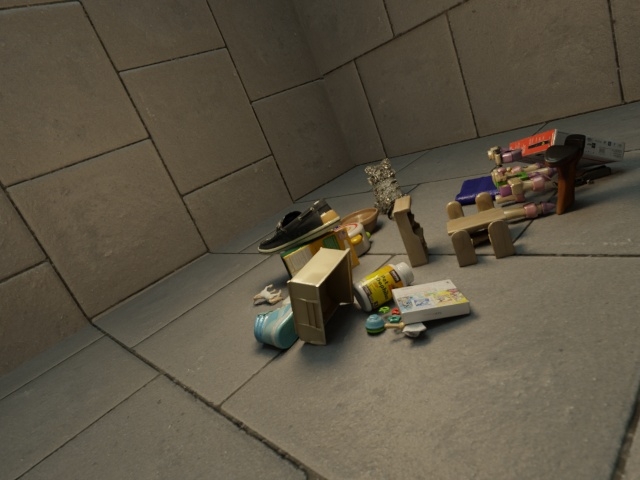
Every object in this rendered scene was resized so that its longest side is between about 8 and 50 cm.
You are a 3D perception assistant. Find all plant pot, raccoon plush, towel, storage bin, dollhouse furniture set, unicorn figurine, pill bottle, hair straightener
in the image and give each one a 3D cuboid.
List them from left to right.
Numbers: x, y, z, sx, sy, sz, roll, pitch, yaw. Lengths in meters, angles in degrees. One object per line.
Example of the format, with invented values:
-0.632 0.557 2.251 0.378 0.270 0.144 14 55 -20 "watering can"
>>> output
-0.254 0.262 1.912 0.111 0.060 0.162 -32 19 -29 "unicorn figurine"
0.012 0.196 1.445 0.123 0.261 0.262 7 30 26 "storage bin"
0.227 -0.088 2.270 0.237 0.110 0.237 -20 17 6 "plant pot"
0.233 0.165 1.478 0.215 0.117 0.117 -27 17 -13 "pill bottle"
0.421 -0.319 2.396 0.216 0.299 0.446 -24 17 -6 "raccoon plush"
0.524 -0.083 1.616 0.394 0.257 0.362 -17 18 20 "dollhouse furniture set"
0.867 -0.261 2.050 0.308 0.076 0.228 -8 30 40 "towel"
1.140 -0.273 1.748 0.230 0.047 0.089 -13 19 13 "hair straightener"

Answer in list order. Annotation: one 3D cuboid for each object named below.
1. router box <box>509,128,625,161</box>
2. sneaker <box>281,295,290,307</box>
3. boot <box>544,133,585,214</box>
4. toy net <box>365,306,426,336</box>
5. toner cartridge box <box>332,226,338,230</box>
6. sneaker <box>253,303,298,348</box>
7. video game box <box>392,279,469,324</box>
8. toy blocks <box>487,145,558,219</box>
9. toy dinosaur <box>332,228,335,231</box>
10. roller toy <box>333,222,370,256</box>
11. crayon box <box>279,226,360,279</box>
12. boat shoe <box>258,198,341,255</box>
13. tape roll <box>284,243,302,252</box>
1.076 -0.395 1.785 0.335 0.082 0.301 7 1 -9 "router box"
-0.060 0.195 1.764 0.290 0.123 0.106 -31 20 -20 "sneaker"
0.911 -0.232 1.524 0.096 0.281 0.264 16 38 37 "boot"
0.251 0.268 1.282 0.122 0.045 0.232 -19 14 -35 "toy net"
0.000 0.000 2.356 0.165 0.075 0.348 -15 18 18 "toner cartridge box"
-0.139 0.287 1.578 0.208 0.127 0.319 -7 22 40 "sneaker"
0.349 0.194 1.295 0.205 0.048 0.187 -11 13 4 "video game box"
0.869 -0.277 1.675 0.260 0.309 0.289 -12 20 20 "toy blocks"
-0.002 -0.030 2.266 0.183 0.053 0.092 -8 5 15 "toy dinosaur"
0.144 -0.001 2.049 0.191 0.146 0.209 -16 19 24 "roller toy"
0.000 0.089 1.866 0.322 0.203 0.083 -27 17 -13 "crayon box"
-0.123 -0.057 1.885 0.500 0.156 0.186 -23 7 40 "boat shoe"
-0.102 0.061 2.106 0.080 0.189 0.189 -14 19 30 "tape roll"
